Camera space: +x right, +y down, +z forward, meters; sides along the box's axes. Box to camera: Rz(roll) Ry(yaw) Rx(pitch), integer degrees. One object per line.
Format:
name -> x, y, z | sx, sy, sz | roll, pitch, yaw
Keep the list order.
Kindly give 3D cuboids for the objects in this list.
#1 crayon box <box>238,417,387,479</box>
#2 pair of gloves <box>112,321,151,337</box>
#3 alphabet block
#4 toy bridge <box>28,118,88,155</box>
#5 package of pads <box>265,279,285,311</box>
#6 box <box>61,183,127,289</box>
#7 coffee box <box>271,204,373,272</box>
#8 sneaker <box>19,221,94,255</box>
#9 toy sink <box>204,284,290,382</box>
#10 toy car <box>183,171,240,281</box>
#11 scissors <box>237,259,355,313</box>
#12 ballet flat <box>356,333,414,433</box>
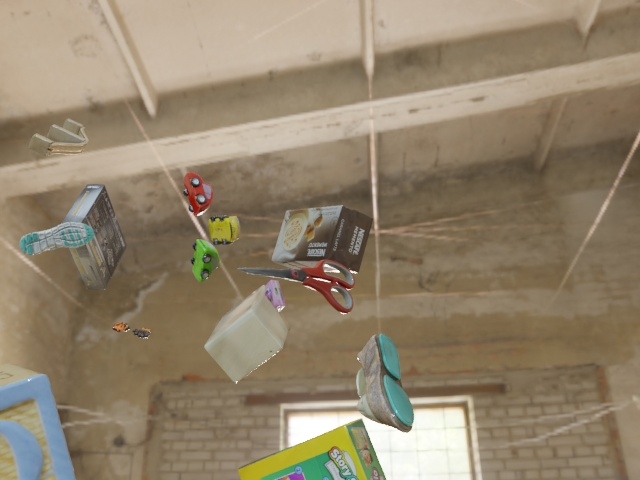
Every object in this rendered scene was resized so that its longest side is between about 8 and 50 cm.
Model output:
crayon box -> 0.016, 0.635, 1.604 | 0.313, 0.362, 0.106 | -28, -15, 21
pair of gloves -> -0.434, 0.206, 1.614 | 0.083, 0.010, 0.074 | 17, 5, -4
alphabet block -> -0.483, 0.296, 0.992 | 0.194, 0.192, 0.197 | -15, 7, -37
toy bridge -> -0.432, -0.173, 1.200 | 0.063, 0.188, 0.026 | 25, -75, -9
package of pads -> -0.125, 0.153, 1.893 | 0.032, 0.083, 0.050 | 8, -41, -38
box -> -0.610, -0.009, 1.910 | 0.056, 0.183, 0.231 | 1, -48, 10
coffee box -> 0.000, 0.000, 1.695 | 0.098, 0.141, 0.247 | 23, -12, -32
sneaker -> -0.627, -0.008, 1.679 | 0.167, 0.064, 0.076 | -9, 6, -17
toy sink -> -0.173, 0.233, 1.775 | 0.153, 0.131, 0.234 | -38, 8, 9
toy car -> -0.245, -0.009, 1.563 | 0.053, 0.239, 0.224 | -10, -50, -33
scissors -> -0.040, 0.059, 1.326 | 0.297, 0.108, 0.021 | 24, -40, -36
ballet flat -> 0.128, 0.323, 1.508 | 0.106, 0.316, 0.107 | -40, -73, 15
